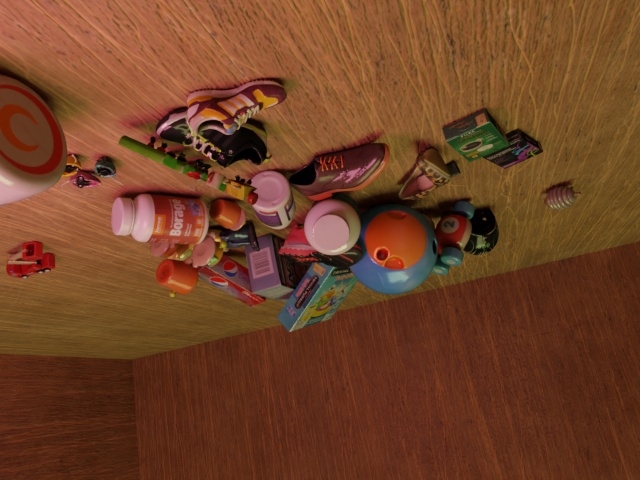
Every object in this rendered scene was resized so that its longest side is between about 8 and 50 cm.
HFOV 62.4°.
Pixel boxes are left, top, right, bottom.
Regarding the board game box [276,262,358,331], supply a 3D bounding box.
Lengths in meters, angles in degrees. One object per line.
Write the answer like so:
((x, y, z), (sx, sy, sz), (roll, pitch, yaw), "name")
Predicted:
((0.025, 0.159, 1.869), (0.254, 0.079, 0.336), (-7, 137, -54), "board game box")

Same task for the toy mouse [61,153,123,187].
((-0.490, -0.147, 1.133), (0.143, 0.031, 0.161), (8, 155, -45), "toy mouse")

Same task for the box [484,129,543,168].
((0.514, -0.243, 1.428), (0.116, 0.029, 0.162), (-25, 157, 38), "box")

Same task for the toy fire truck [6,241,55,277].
((-0.857, 0.060, 1.542), (0.192, 0.047, 0.135), (-15, 162, 15), "toy fire truck")

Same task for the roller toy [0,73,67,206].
((-0.523, -0.151, 0.832), (0.146, 0.191, 0.209), (-16, 162, 18), "roller toy")

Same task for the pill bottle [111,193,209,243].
((-0.402, -0.054, 1.329), (0.216, 0.121, 0.121), (3, 158, -38), "pill bottle")

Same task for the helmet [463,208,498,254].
((0.576, -0.028, 1.952), (0.169, 0.169, 0.161), (-11, 146, 2), "helmet")

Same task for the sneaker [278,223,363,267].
((-0.001, 0.000, 1.630), (0.314, 0.136, 0.116), (2, 158, 42), "sneaker")

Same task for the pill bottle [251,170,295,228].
((-0.122, -0.096, 1.382), (0.108, 0.108, 0.193), (-11, 162, 0), "pill bottle")

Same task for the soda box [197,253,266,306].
((-0.309, 0.132, 1.857), (0.263, 0.083, 0.092), (35, 139, -29), "soda box")

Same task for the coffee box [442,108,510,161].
((0.384, -0.254, 1.298), (0.113, 0.040, 0.184), (-22, 160, 30), "coffee box")

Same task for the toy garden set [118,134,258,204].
((-0.248, -0.148, 1.075), (0.204, 0.049, 0.244), (25, -179, 18), "toy garden set")

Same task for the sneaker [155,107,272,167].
((-0.201, -0.194, 1.043), (0.235, 0.097, 0.084), (0, 159, -30), "sneaker")

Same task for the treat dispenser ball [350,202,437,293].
((0.223, 0.026, 1.669), (0.288, 0.288, 0.288), (-10, 163, -3), "treat dispenser ball")

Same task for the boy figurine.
((-0.337, 0.011, 1.627), (0.285, 0.092, 0.177), (-12, 166, -7), "boy figurine")

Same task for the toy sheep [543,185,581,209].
((0.834, -0.149, 1.825), (0.091, 0.091, 0.132), (2, 164, -35), "toy sheep")

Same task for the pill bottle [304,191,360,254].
((0.035, -0.046, 1.409), (0.146, 0.146, 0.264), (-13, -168, 7), "pill bottle")

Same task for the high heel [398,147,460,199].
((0.255, -0.160, 1.418), (0.186, 0.093, 0.261), (-28, 166, 28), "high heel")

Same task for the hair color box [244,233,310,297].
((-0.128, 0.116, 1.917), (0.114, 0.185, 0.374), (-17, 162, 16), "hair color box")

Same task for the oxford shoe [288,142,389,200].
((0.041, -0.169, 1.278), (0.271, 0.097, 0.098), (-23, 153, 35), "oxford shoe")

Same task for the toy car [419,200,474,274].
((0.370, -0.036, 1.807), (0.238, 0.219, 0.210), (21, 158, -4), "toy car")

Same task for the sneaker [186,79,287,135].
((-0.149, -0.235, 0.968), (0.185, 0.084, 0.069), (-10, 163, 0), "sneaker")

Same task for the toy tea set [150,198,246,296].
((-0.332, 0.021, 1.489), (0.336, 0.200, 0.124), (-26, 149, 27), "toy tea set")
